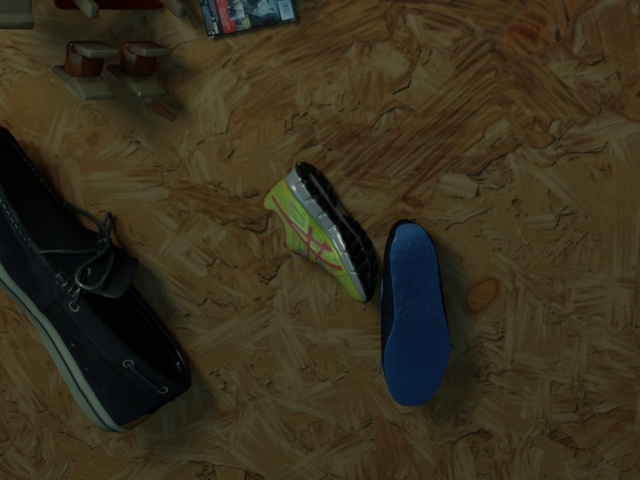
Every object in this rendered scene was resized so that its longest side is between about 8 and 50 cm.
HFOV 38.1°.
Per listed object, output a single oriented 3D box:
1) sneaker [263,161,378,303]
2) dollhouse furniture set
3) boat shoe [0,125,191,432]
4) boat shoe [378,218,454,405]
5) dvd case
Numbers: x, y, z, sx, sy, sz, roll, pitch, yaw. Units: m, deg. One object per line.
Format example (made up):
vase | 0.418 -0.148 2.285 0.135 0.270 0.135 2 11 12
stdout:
sneaker | 0.000 0.000 1.248 0.094 0.081 0.209 -29 98 27
dollhouse furniture set | -0.291 -0.313 1.095 0.135 0.259 0.262 37 125 38
boat shoe | -0.333 0.043 1.267 0.155 0.187 0.500 -21 112 12
boat shoe | 0.131 0.095 1.256 0.108 0.089 0.258 2 108 -5
dvd case | -0.096 -0.310 1.166 0.119 0.013 0.087 -9 110 14
